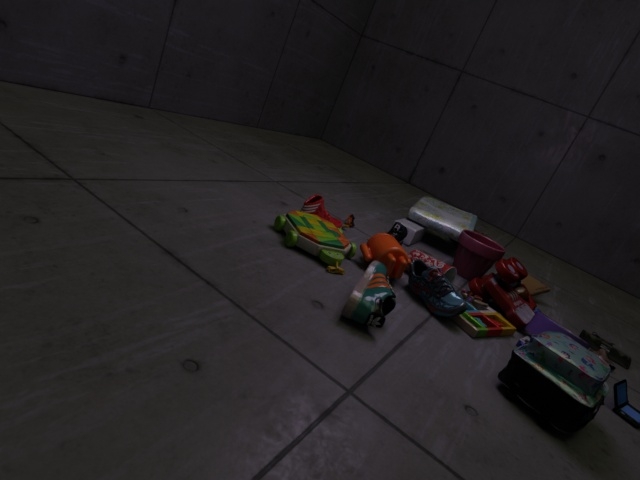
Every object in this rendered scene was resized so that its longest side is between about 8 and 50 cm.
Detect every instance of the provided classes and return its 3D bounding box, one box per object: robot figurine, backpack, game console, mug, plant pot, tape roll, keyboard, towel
[{"bbox_3d":[0.233,0.051,1.534,0.158,0.128,0.219,-23,27,0],"label":"robot figurine"},{"bbox_3d":[0.618,0.352,1.111,0.254,0.191,0.225,10,22,-46],"label":"backpack"},{"bbox_3d":[0.916,0.479,1.263,0.122,0.071,0.107,5,26,-40],"label":"game console"},{"bbox_3d":[0.408,0.124,1.621,0.113,0.150,0.169,-35,46,-24],"label":"mug"},{"bbox_3d":[0.681,0.074,1.898,0.201,0.180,0.201,20,20,-8],"label":"plant pot"},{"bbox_3d":[0.807,0.328,1.463,0.189,0.080,0.189,30,9,-6],"label":"tape roll"},{"bbox_3d":[1.123,0.432,1.700,0.100,0.038,0.192,-28,52,-37],"label":"keyboard"},{"bbox_3d":[0.634,-0.112,2.205,0.321,0.090,0.374,24,24,16],"label":"towel"}]

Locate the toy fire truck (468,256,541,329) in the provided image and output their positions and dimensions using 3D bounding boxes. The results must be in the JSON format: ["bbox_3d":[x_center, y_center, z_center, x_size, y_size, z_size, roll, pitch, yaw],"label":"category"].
[{"bbox_3d":[0.749,0.215,1.681,0.302,0.169,0.253,-2,55,-50],"label":"toy fire truck"}]

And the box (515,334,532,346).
[{"bbox_3d":[0.706,0.355,1.421,0.136,0.028,0.081,-1,31,-45],"label":"box"}]

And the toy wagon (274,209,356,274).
[{"bbox_3d":[0.000,0.000,1.495,0.267,0.068,0.344,11,23,-31],"label":"toy wagon"}]

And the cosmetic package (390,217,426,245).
[{"bbox_3d":[0.428,-0.047,2.082,0.117,0.085,0.231,31,18,22],"label":"cosmetic package"}]

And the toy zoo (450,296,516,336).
[{"bbox_3d":[0.544,0.259,1.482,0.293,0.030,0.192,8,24,-37],"label":"toy zoo"}]

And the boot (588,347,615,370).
[{"bbox_3d":[1.043,0.438,1.572,0.119,0.042,0.087,12,28,-25],"label":"boot"}]

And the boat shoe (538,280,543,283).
[{"bbox_3d":[0.997,0.219,2.046,0.206,0.064,0.075,7,25,-39],"label":"boat shoe"}]

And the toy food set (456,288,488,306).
[{"bbox_3d":[0.548,0.202,1.559,0.122,0.019,0.078,16,20,-21],"label":"toy food set"}]

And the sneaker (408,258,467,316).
[{"bbox_3d":[0.369,0.149,1.404,0.104,0.125,0.262,-26,34,-17],"label":"sneaker"}]

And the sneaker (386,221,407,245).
[{"bbox_3d":[0.295,-0.023,1.807,0.079,0.121,0.217,33,21,28],"label":"sneaker"}]

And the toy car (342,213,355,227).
[{"bbox_3d":[0.116,-0.085,1.876,0.041,0.060,0.122,-4,2,22],"label":"toy car"}]

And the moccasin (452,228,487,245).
[{"bbox_3d":[0.835,0.001,2.333,0.147,0.139,0.380,23,16,-19],"label":"moccasin"}]

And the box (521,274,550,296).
[{"bbox_3d":[0.918,0.203,1.971,0.201,0.021,0.164,-9,31,-22],"label":"box"}]

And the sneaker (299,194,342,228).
[{"bbox_3d":[0.017,-0.108,1.707,0.221,0.128,0.087,3,29,-42],"label":"sneaker"}]

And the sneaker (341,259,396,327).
[{"bbox_3d":[0.158,0.156,1.220,0.121,0.108,0.302,28,28,10],"label":"sneaker"}]
